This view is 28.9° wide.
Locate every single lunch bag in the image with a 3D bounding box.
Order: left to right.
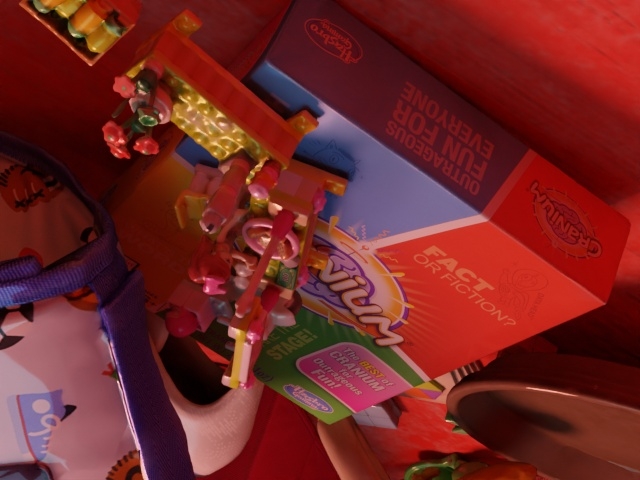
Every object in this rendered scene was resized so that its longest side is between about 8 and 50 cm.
[{"bbox_3d":[-0.254,0.102,0.846,0.385,0.239,0.328,13,129,31],"label":"lunch bag"}]

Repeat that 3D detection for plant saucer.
[{"bbox_3d":[0.228,0.148,0.907,0.277,0.041,0.278,20,162,7],"label":"plant saucer"}]

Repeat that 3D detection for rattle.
[{"bbox_3d":[0.058,0.148,1.020,0.143,0.200,0.130,-43,130,13],"label":"rattle"}]

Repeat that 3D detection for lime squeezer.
[{"bbox_3d":[0.119,0.257,1.185,0.058,0.110,0.310,16,175,-32],"label":"lime squeezer"}]

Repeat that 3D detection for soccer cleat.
[{"bbox_3d":[-0.195,0.074,1.073,0.331,0.116,0.143,31,118,-1],"label":"soccer cleat"}]

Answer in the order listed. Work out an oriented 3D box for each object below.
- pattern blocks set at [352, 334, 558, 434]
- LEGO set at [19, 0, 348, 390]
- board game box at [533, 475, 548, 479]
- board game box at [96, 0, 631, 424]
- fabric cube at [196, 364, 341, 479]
[{"bbox_3d":[0.045,0.080,0.995,0.285,0.026,0.325,-3,145,36],"label":"pattern blocks set"},{"bbox_3d":[-0.068,-0.015,0.664,0.132,0.107,0.287,8,144,24],"label":"LEGO set"},{"bbox_3d":[0.221,0.269,1.209,0.124,0.039,0.259,28,148,-14],"label":"board game box"},{"bbox_3d":[0.000,0.000,0.804,0.242,0.064,0.316,34,147,-15],"label":"board game box"},{"bbox_3d":[-0.155,0.284,1.237,0.254,0.258,0.259,8,150,22],"label":"fabric cube"}]
